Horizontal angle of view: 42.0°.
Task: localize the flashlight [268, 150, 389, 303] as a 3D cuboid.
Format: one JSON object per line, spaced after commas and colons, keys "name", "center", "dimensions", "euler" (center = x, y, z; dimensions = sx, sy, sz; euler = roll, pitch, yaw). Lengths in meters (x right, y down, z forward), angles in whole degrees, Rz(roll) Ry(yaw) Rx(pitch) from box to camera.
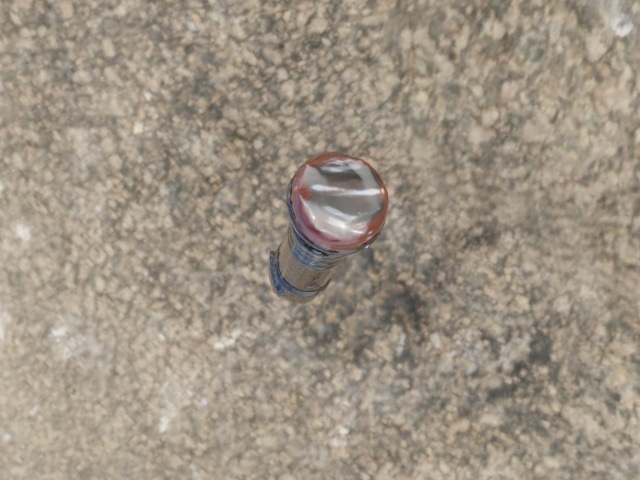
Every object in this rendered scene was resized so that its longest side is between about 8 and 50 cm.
{"name": "flashlight", "center": [0.000, 0.000, 0.796], "dimensions": [0.093, 0.093, 0.232], "euler": [36, 159, 5]}
